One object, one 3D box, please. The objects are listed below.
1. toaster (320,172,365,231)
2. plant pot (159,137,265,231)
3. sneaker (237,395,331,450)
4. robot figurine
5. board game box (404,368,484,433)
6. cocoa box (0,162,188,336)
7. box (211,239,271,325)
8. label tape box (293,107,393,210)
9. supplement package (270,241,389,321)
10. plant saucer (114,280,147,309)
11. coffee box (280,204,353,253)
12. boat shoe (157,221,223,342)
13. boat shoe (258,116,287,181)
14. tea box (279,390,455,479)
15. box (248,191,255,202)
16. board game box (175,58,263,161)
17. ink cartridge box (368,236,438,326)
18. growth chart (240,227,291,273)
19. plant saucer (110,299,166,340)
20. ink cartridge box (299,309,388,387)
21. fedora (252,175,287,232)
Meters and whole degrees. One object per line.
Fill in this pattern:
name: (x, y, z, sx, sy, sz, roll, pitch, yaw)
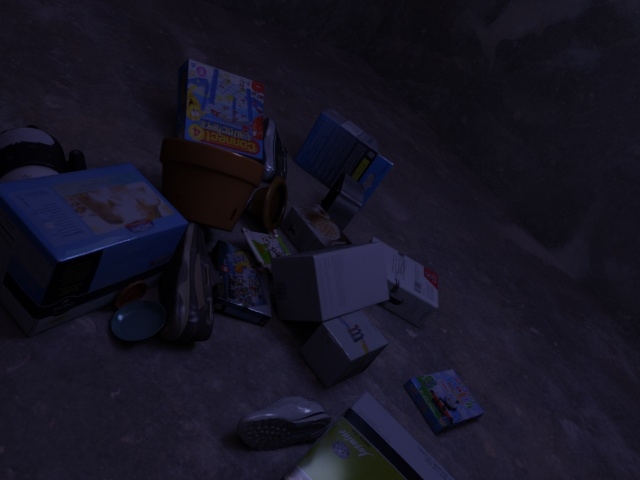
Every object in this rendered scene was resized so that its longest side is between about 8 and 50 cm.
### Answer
toaster: (0.071, -0.133, 2.033, 0.110, 0.168, 0.185, 30, 30, -9)
plant pot: (-0.322, -0.145, 1.563, 0.291, 0.203, 0.291, 15, -2, 1)
sneaker: (-0.090, 0.396, 1.241, 0.235, 0.090, 0.095, 12, 25, -40)
robot figurine: (-0.689, -0.152, 1.326, 0.173, 0.209, 0.278, 30, 23, -50)
board game box: (0.360, 0.459, 1.615, 0.211, 0.039, 0.160, 2, 43, -43)
cocoa box: (-0.514, 0.002, 1.218, 0.231, 0.228, 0.347, 43, 32, 14)
box: (-0.218, 0.112, 1.522, 0.159, 0.044, 0.233, 24, 32, -26)
label tape box: (0.100, -0.328, 2.250, 0.348, 0.249, 0.115, 37, 31, 4)
supplement package: (0.032, 0.111, 1.574, 0.293, 0.175, 0.177, -9, 92, -46)
plant saucer: (-0.432, 0.123, 1.272, 0.013, 0.083, 0.083, 42, 31, 17)
coffee box: (0.000, 0.000, 1.846, 0.141, 0.098, 0.246, -9, 52, -48)
boat shoe: (-0.319, 0.108, 1.384, 0.130, 0.132, 0.355, 28, 39, -30)
boat shoe: (-0.188, -0.334, 2.137, 0.119, 0.121, 0.335, 25, 42, -30)
tea box: (0.080, 0.534, 1.063, 0.329, 0.220, 0.323, 43, 31, 15)
box: (-0.292, -0.133, 1.775, 0.126, 0.072, 0.137, 33, 30, -3)
board game box: (-0.354, -0.450, 1.994, 0.308, 0.086, 0.301, 9, 73, -36)
ink cartridge box: (0.254, 0.137, 1.886, 0.273, 0.114, 0.197, 31, 32, -8)
growth chart: (-0.149, 0.030, 1.672, 0.172, 0.021, 0.237, 54, 17, 16)
plant saucer: (-0.402, 0.182, 1.241, 0.119, 0.021, 0.119, 0, 40, 0)
ink cartridge box: (0.062, 0.285, 1.481, 0.176, 0.128, 0.127, -9, 52, -49)
fedora: (-0.171, -0.121, 1.815, 0.079, 0.194, 0.194, 10, 27, 15)
